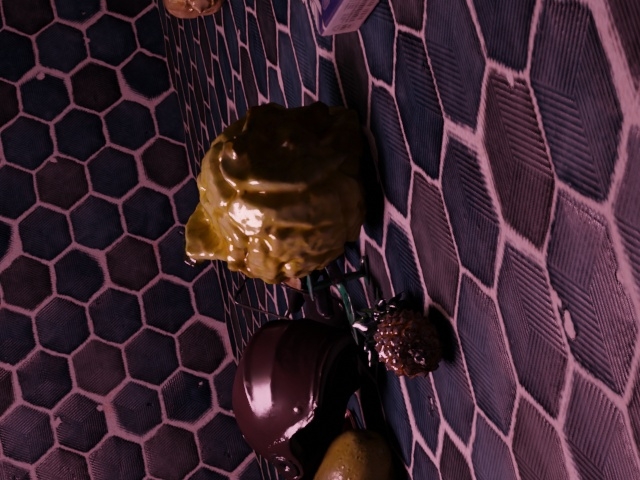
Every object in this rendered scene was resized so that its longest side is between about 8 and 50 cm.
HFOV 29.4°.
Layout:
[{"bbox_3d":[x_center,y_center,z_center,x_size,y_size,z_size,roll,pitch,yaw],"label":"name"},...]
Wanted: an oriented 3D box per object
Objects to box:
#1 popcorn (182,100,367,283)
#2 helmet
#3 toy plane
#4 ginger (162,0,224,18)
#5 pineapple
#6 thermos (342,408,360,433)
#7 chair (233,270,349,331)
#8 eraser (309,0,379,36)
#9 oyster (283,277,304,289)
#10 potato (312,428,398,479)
[{"bbox_3d":[-0.053,-0.084,1.768,0.237,0.293,0.293,82,170,-47],"label":"popcorn"},{"bbox_3d":[-0.051,0.252,1.986,0.225,0.177,0.305,-53,-20,-48],"label":"helmet"},{"bbox_3d":[0.000,0.000,1.946,0.381,0.106,0.155,-117,14,-52],"label":"toy plane"},{"bbox_3d":[-0.285,-0.574,2.670,0.152,0.138,0.267,107,155,-57],"label":"ginger"},{"bbox_3d":[0.103,0.131,1.589,0.221,0.083,0.103,-140,41,-76],"label":"pineapple"},{"bbox_3d":[0.033,0.374,2.151,0.124,0.099,0.232,-58,28,19],"label":"thermos"},{"bbox_3d":[-0.026,0.069,2.129,0.145,0.221,0.140,-58,-13,-29],"label":"chair"},{"bbox_3d":[0.032,-0.346,1.519,0.210,0.068,0.124,145,114,-77],"label":"eraser"},{"bbox_3d":[-0.096,-0.020,1.979,0.223,0.083,0.214,61,-177,27],"label":"oyster"},{"bbox_3d":[0.055,0.413,1.945,0.169,0.144,0.248,48,136,50],"label":"potato"}]
